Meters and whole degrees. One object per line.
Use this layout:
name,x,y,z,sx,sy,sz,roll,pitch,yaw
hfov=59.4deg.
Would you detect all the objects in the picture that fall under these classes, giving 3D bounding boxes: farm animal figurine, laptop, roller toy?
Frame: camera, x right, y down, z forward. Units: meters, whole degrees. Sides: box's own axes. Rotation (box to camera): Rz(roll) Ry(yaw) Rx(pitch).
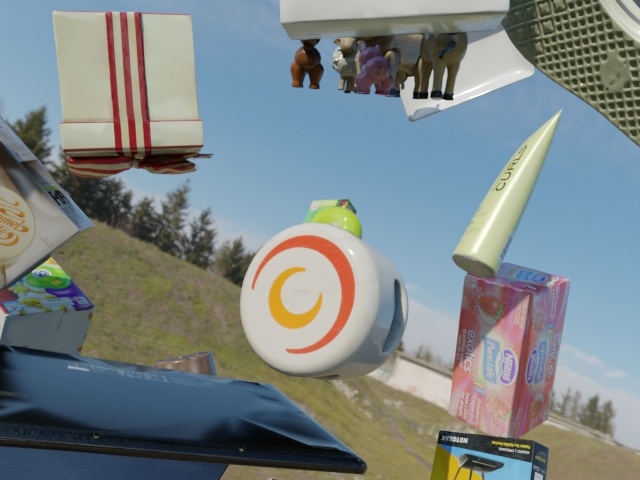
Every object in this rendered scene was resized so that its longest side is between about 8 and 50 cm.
farm animal figurine,0.122,-0.345,1.000,0.330,0.172,0.327,13,16,26
laptop,-0.231,0.262,0.621,0.382,0.236,0.408,15,-4,-26
roller toy,0.007,0.084,0.725,0.191,0.209,0.146,58,16,28

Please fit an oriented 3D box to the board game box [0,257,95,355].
board game box,-0.521,0.096,0.931,0.275,0.144,0.142,36,21,30

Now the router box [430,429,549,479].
router box,0.249,0.366,0.850,0.046,0.133,0.179,32,-28,-28

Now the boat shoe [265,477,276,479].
boat shoe,-0.117,0.536,1.182,0.035,0.035,0.100,50,20,2

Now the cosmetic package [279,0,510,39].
cosmetic package,0.089,-0.463,0.716,0.284,0.377,0.097,0,6,4

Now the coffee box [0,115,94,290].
coffee box,-0.441,-0.072,0.733,0.246,0.141,0.098,54,-4,-12

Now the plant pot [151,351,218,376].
plant pot,-0.273,0.323,1.162,0.167,0.165,0.167,-9,-4,-1

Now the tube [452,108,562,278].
tube,0.253,-0.064,0.754,0.070,0.240,0.062,15,-22,48

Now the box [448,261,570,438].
box,0.359,0.208,1.079,0.154,0.300,0.142,-8,18,-41

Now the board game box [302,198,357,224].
board game box,0.000,0.000,1.143,0.092,0.181,0.043,0,-36,35

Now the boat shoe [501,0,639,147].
boat shoe,0.418,-0.301,0.788,0.500,0.156,0.187,56,-23,24

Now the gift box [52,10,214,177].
gift box,-0.331,-0.247,1.031,0.255,0.258,0.276,-4,2,-11

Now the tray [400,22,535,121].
tray,0.292,-0.363,1.175,0.270,0.145,0.030,-19,5,13
